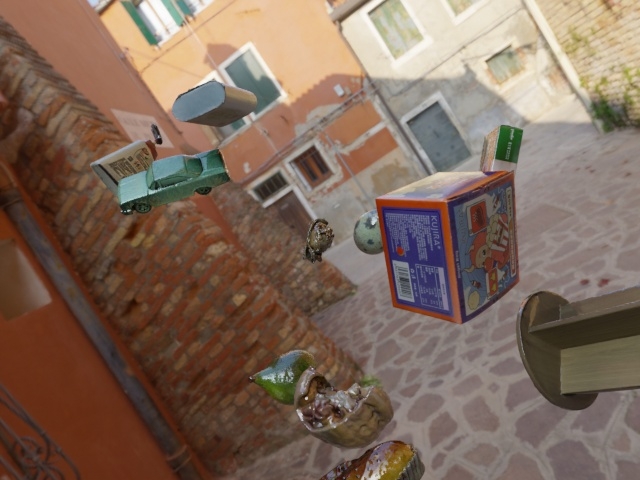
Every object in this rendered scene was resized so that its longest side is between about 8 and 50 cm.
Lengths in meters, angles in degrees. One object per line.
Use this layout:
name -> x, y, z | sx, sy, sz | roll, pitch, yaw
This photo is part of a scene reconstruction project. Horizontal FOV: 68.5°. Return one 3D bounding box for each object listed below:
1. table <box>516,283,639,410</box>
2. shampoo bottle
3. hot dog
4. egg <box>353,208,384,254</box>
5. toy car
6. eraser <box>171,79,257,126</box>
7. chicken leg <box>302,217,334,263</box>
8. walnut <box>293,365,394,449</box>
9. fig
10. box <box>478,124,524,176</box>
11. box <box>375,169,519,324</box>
table -> 0.389, 0.114, 0.574 | 0.167, 0.167, 0.227 | -38, 1, -36
shampoo bottle -> -0.622, -0.278, 1.583 | 0.071, 0.153, 0.284 | -6, 40, 32
hot dog -> 0.057, 0.420, 0.805 | 0.270, 0.081, 0.163 | -35, -19, 11
egg -> 0.186, -0.033, 1.621 | 0.141, 0.141, 0.181 | -38, -25, -38
toy car -> -0.431, -0.180, 1.366 | 0.321, 0.097, 0.141 | -19, 47, -7
eraser -> -0.302, -0.395, 1.373 | 0.174, 0.081, 0.227 | -17, 4, 17
chicken leg -> 0.001, -0.007, 1.418 | 0.081, 0.125, 0.196 | 12, 22, 8
walnut -> 0.048, 0.418, 1.116 | 0.238, 0.204, 0.141 | 7, 44, 23
fig -> -0.147, 0.487, 1.707 | 0.203, 0.235, 0.203 | -167, 90, -75
box -> 0.548, -0.240, 1.451 | 0.081, 0.198, 0.135 | 10, -4, 1
box -> 0.374, 0.003, 1.345 | 0.319, 0.348, 0.257 | -22, 19, -36
